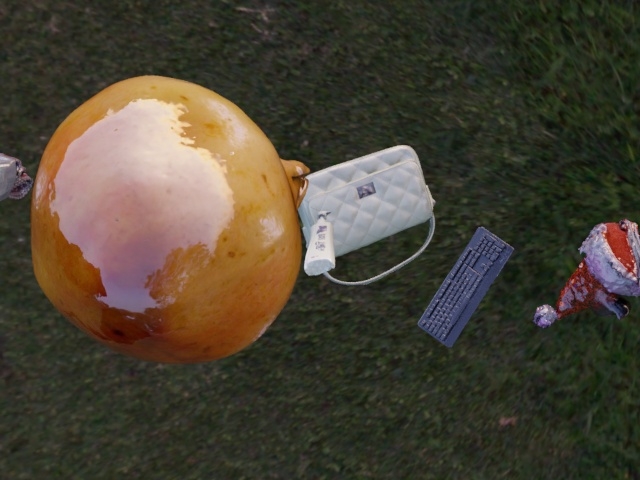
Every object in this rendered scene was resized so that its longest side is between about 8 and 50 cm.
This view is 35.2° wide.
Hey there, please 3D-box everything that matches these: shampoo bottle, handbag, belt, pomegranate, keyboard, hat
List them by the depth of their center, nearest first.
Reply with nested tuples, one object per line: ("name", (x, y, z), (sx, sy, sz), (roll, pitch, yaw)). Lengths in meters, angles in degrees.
("pomegranate", (-0.110, -0.012, 0.731), (0.209, 0.209, 0.209), (1, 92, 19))
("belt", (-0.457, -0.062, 1.309), (0.053, 0.232, 0.071), (20, 115, 14))
("hat", (0.415, 0.075, 1.540), (0.227, 0.129, 0.140), (-48, 49, 36))
("keyboard", (0.236, 0.076, 1.651), (0.074, 0.015, 0.196), (37, 101, 33))
("shampoo bottle", (0.000, 0.000, 1.663), (0.049, 0.141, 0.034), (-24, 125, 20))
("handbag", (0.089, -0.040, 1.809), (0.256, 0.079, 0.219), (-21, 91, -14))
